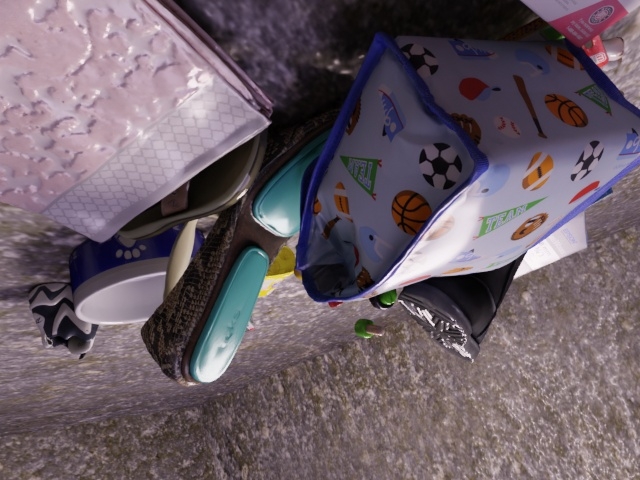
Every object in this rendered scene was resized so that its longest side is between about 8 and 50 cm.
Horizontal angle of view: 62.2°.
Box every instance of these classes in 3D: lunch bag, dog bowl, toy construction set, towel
[{"bbox_3d":[0.162,-0.065,0.711,0.327,0.239,0.386,-11,149,-28],"label":"lunch bag"},{"bbox_3d":[-0.342,0.069,1.033,0.264,0.104,0.265,-16,160,-6],"label":"dog bowl"},{"bbox_3d":[0.000,0.000,1.048,0.308,0.258,0.237,38,159,-27],"label":"toy construction set"},{"bbox_3d":[-0.262,-0.133,0.564,0.331,0.054,0.317,-29,145,21],"label":"towel"}]

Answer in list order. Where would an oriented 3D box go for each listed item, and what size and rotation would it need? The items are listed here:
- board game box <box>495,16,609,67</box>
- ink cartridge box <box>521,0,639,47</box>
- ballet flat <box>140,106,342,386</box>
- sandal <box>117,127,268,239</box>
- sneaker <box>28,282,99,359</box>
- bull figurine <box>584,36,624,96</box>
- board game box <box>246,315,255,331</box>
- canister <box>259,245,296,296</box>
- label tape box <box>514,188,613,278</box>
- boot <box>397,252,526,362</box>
[{"bbox_3d":[0.267,-0.232,0.770,0.259,0.039,0.124,-23,135,31],"label":"board game box"},{"bbox_3d":[0.323,-0.347,0.512,0.207,0.117,0.283,3,151,-46],"label":"ink cartridge box"},{"bbox_3d":[-0.120,-0.023,0.805,0.483,0.181,0.164,-58,150,-6],"label":"ballet flat"},{"bbox_3d":[-0.198,-0.087,0.746,0.302,0.120,0.086,-26,144,21],"label":"sandal"},{"bbox_3d":[-0.474,0.170,1.107,0.094,0.153,0.234,-29,158,31],"label":"sneaker"},{"bbox_3d":[0.401,-0.236,0.896,0.188,0.101,0.310,-5,156,-23],"label":"bull figurine"},{"bbox_3d":[-0.319,0.245,1.597,0.192,0.053,0.305,-18,160,-2],"label":"board game box"},{"bbox_3d":[-0.146,0.083,1.295,0.126,0.074,0.170,-7,159,-29],"label":"canister"},{"bbox_3d":[0.589,-0.058,1.353,0.333,0.106,0.241,-32,-161,35],"label":"label tape box"},{"bbox_3d":[0.348,-0.003,1.089,0.445,0.146,0.367,-56,151,-10],"label":"boot"}]
